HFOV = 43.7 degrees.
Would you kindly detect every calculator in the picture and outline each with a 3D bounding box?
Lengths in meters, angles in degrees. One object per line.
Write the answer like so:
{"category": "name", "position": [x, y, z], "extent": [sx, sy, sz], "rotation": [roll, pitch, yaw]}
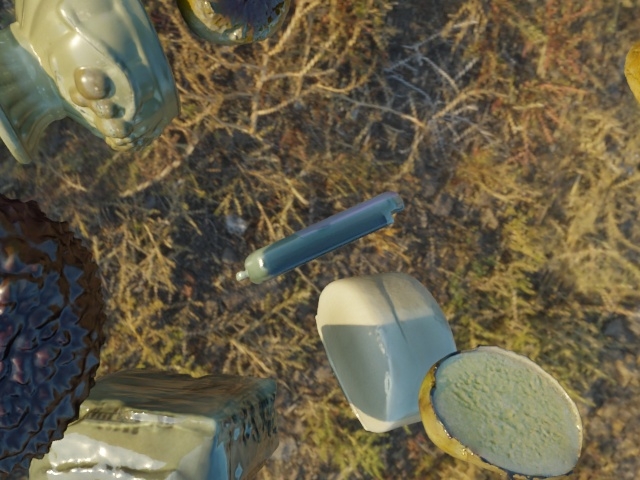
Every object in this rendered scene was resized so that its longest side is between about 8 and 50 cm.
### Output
{"category": "calculator", "position": [0.000, 0.000, 1.066], "extent": [0.246, 0.141, 0.045], "rotation": [-25, 89, -9]}

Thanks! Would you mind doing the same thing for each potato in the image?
{"category": "potato", "position": [0.206, 0.216, 0.943], "extent": [0.200, 0.164, 0.081], "rotation": [20, 141, -5]}

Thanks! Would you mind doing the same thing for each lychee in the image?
{"category": "lychee", "position": [-0.303, 0.069, 0.659], "extent": [0.271, 0.271, 0.272], "rotation": [-10, 113, -26]}

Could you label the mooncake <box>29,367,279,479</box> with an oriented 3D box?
{"category": "mooncake", "position": [-0.189, 0.232, 0.919], "extent": [0.250, 0.254, 0.136], "rotation": [-2, 91, 13]}

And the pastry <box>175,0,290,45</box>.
{"category": "pastry", "position": [-0.121, -0.366, 1.092], "extent": [0.182, 0.093, 0.193], "rotation": [-17, 113, -38]}

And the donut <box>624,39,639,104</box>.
{"category": "donut", "position": [0.631, -0.218, 1.210], "extent": [0.329, 0.160, 0.330], "rotation": [8, 62, -15]}

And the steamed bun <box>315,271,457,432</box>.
{"category": "steamed bun", "position": [0.102, 0.155, 1.206], "extent": [0.146, 0.242, 0.164], "rotation": [-9, 151, -30]}

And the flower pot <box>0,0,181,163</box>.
{"category": "flower pot", "position": [-0.360, -0.246, 1.114], "extent": [0.244, 0.307, 0.308], "rotation": [-29, 120, -11]}
